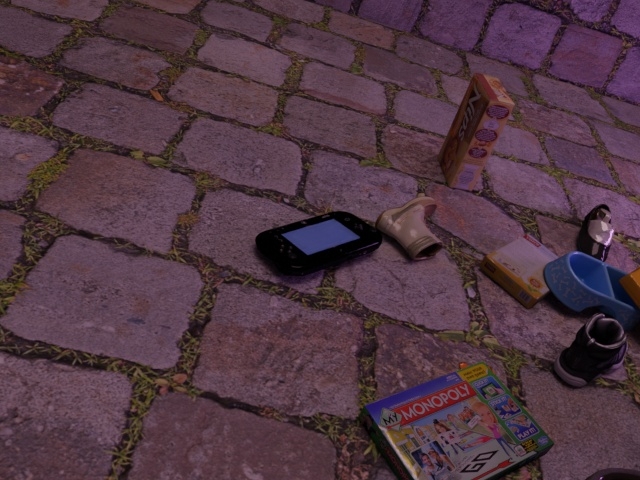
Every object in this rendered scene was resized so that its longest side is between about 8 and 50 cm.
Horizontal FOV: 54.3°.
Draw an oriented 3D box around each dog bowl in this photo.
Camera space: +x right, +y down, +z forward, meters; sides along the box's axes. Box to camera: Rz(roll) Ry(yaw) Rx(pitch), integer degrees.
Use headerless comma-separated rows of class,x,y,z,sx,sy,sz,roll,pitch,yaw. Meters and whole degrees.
dog bowl,0.736,0.126,1.641,0.297,0.074,0.165,23,43,-12

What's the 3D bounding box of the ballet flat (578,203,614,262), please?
ballet flat,0.853,-0.034,1.921,0.095,0.096,0.280,25,37,6

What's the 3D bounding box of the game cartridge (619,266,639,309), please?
game cartridge,0.950,0.180,1.655,0.324,0.052,0.285,-15,66,-42

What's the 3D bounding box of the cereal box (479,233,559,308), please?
cereal box,0.563,0.077,1.687,0.240,0.047,0.173,-19,53,-42

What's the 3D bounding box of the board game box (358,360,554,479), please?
board game box,0.258,0.361,1.182,0.318,0.046,0.213,-11,47,-32

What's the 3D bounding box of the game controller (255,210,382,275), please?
game controller,0.000,0.000,1.512,0.319,0.067,0.166,-17,50,-40

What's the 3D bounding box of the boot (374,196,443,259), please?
boot,0.272,-0.032,1.670,0.213,0.077,0.165,-21,52,-35

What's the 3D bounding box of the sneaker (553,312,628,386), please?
sneaker,0.662,0.236,1.444,0.269,0.153,0.101,-15,50,-38

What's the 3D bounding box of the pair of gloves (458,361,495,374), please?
pair of gloves,0.343,0.293,1.345,0.083,0.010,0.074,4,40,-19

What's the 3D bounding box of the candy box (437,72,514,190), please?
candy box,0.476,-0.335,1.946,0.088,0.316,0.182,9,38,-13

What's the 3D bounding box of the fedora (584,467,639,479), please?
fedora,0.573,0.509,1.055,0.276,0.124,0.244,13,18,13
